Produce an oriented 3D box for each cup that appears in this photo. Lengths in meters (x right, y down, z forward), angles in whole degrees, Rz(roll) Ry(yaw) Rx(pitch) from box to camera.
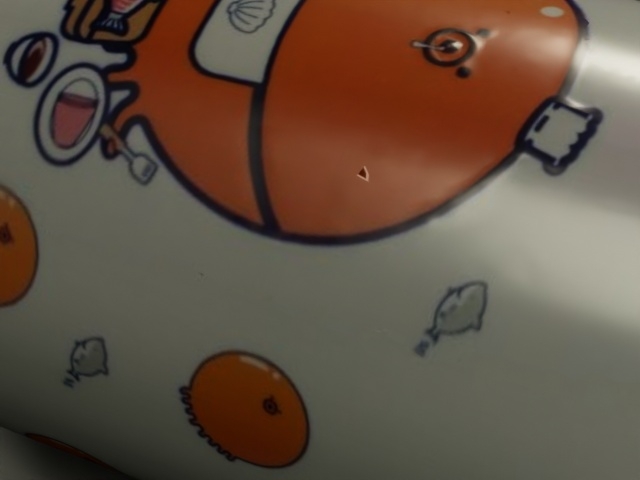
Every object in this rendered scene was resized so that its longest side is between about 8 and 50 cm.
[{"bbox_3d":[0.000,0.000,0.565,0.317,0.212,0.212,15,69,19],"label":"cup"}]

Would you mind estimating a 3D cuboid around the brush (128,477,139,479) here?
[{"bbox_3d":[-0.122,0.215,0.567,0.084,0.071,0.301,29,73,33],"label":"brush"}]
